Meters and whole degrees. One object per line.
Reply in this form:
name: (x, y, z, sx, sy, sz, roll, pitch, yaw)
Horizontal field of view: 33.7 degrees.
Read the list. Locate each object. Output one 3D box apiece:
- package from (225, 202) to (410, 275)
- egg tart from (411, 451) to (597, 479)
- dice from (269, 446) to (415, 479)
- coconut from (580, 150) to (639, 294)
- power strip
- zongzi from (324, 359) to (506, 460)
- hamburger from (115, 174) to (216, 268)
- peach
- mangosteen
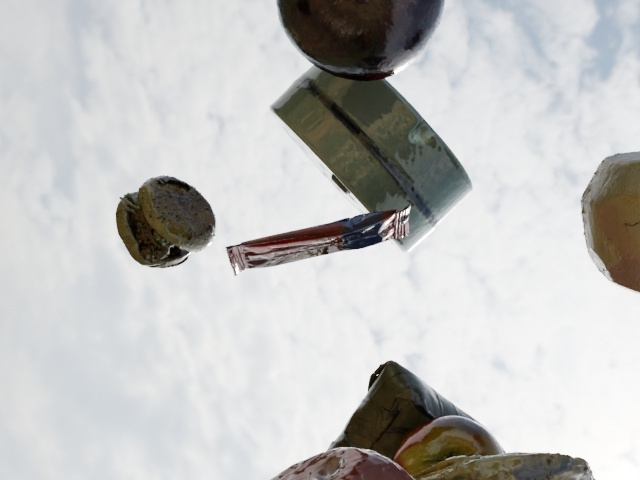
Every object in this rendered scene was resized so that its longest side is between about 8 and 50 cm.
package: (0.000, 0.000, 1.138, 0.083, 0.201, 0.022, 86, -10, -71)
egg tart: (0.239, 0.418, 1.498, 0.352, 0.352, 0.150, 107, -27, -47)
dice: (0.010, 0.324, 1.050, 0.179, 0.174, 0.175, -28, -78, 42)
coconut: (0.499, -0.017, 1.548, 0.227, 0.227, 0.230, 9, -70, 58)
power strip: (0.079, -0.146, 1.733, 0.357, 0.161, 0.357, 46, 1, -1)
zongzi: (0.125, 0.426, 1.806, 0.323, 0.360, 0.160, 38, 1, -27)
hamburger: (-0.279, -0.039, 1.900, 0.113, 0.185, 0.177, -29, -137, 31)
peach: (0.198, 0.369, 1.624, 0.190, 0.190, 0.192, 46, -21, 38)
mangosteen: (0.059, -0.340, 1.487, 0.261, 0.236, 0.235, -21, 92, -84)
